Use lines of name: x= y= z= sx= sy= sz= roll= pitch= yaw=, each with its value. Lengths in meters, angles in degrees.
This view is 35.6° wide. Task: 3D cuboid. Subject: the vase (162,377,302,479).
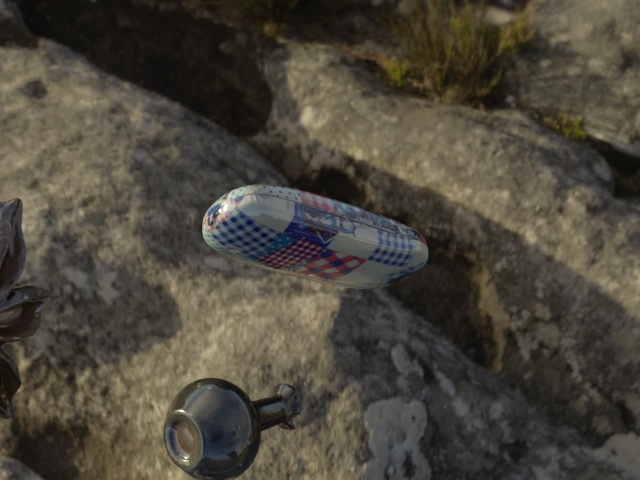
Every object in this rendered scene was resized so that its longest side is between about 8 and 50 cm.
vase: x=-0.094 y=0.213 z=1.170 sx=0.182 sy=0.120 sz=0.120 roll=-7 pitch=51 yaw=-49

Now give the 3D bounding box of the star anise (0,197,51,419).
star anise: x=-0.277 y=0.048 z=0.746 sx=0.073 sy=0.212 sz=0.197 roll=14 pitch=68 yaw=27

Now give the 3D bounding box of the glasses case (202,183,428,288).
glasses case: x=0.000 y=0.000 z=1.299 sx=0.327 sy=0.125 sz=0.076 roll=15 pitch=52 yaw=-36
